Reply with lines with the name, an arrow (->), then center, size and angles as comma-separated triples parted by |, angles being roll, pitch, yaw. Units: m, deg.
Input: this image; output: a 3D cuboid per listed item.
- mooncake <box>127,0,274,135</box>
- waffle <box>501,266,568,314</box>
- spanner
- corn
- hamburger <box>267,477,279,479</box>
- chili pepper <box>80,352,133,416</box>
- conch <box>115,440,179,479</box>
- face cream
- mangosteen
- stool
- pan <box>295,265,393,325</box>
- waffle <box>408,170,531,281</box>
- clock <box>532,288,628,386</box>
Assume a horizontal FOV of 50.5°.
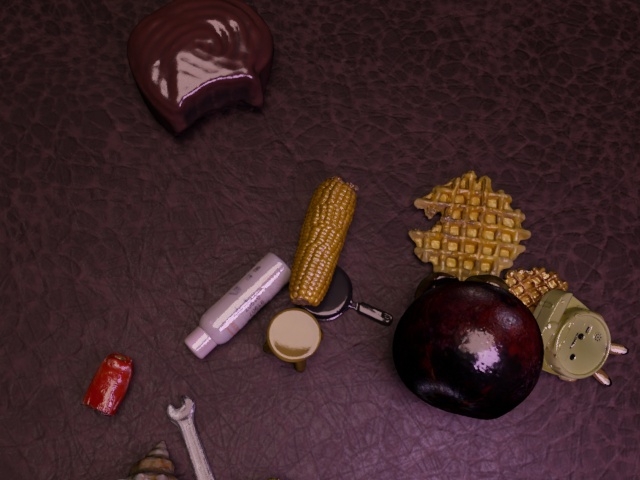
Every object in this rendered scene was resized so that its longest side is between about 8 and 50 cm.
mooncake -> -0.278, -0.403, 1.557 | 0.326, 0.174, 0.333 | 10, 72, -2
waffle -> 0.467, 0.141, 1.492 | 0.191, 0.038, 0.191 | 1, 74, -4
spanner -> -0.243, 0.463, 1.377 | 0.071, 0.017, 0.302 | -22, 76, -9
corn -> 0.000, 0.000, 1.467 | 0.106, 0.106, 0.305 | 18, 65, 3
hamburger -> -0.077, 0.568, 1.303 | 0.182, 0.118, 0.191 | 43, 80, 13
chili pepper -> -0.430, 0.293, 1.394 | 0.070, 0.073, 0.123 | 33, 72, -37
conch -> -0.315, 0.560, 1.266 | 0.203, 0.169, 0.386 | -4, 59, 0
face cream -> -0.177, 0.141, 1.443 | 0.082, 0.082, 0.269 | 43, 77, 10
mangosteen -> 0.299, 0.199, 1.340 | 0.300, 0.300, 0.300 | 1, 73, -2
stool -> -0.055, 0.203, 1.414 | 0.134, 0.110, 0.135 | -14, 74, -8
pan -> 0.050, 0.128, 1.483 | 0.235, 0.028, 0.136 | 22, 71, 4
waffle -> 0.332, -0.021, 1.528 | 0.261, 0.056, 0.250 | -32, 78, -13
clock -> 0.542, 0.218, 1.432 | 0.232, 0.069, 0.170 | 29, 86, -18
